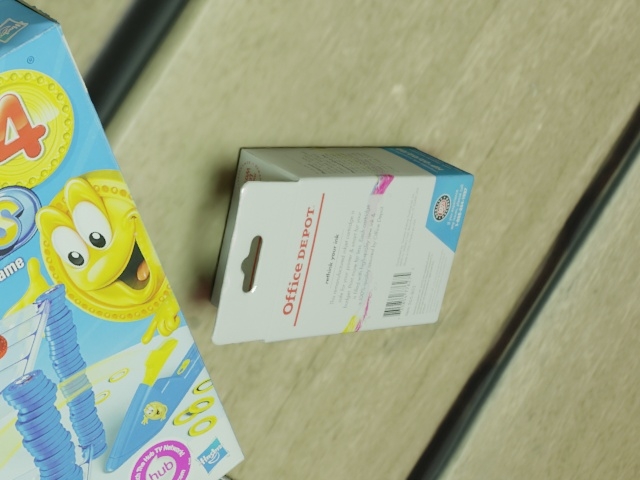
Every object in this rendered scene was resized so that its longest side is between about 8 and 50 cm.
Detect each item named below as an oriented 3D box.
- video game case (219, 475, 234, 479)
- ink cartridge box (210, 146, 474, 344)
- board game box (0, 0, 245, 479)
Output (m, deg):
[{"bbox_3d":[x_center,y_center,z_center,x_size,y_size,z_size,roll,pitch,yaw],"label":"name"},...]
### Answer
[{"bbox_3d":[-0.094,0.250,0.933,0.190,0.022,0.173,-54,135,-3],"label":"video game case"},{"bbox_3d":[0.000,0.000,0.851,0.181,0.061,0.104,-3,113,-40],"label":"ink cartridge box"},{"bbox_3d":[-0.218,0.080,0.690,0.308,0.086,0.302,-36,131,-21],"label":"board game box"}]
